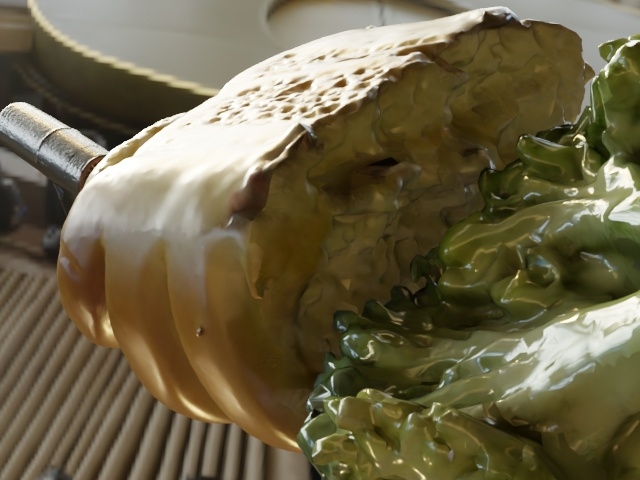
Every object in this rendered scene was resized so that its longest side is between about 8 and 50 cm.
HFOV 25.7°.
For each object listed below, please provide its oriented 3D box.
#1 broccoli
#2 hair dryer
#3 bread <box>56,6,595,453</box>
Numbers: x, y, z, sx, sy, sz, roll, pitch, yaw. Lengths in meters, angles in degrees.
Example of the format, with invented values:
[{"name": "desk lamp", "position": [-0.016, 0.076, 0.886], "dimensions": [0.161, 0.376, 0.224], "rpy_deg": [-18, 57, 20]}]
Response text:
[{"name": "broccoli", "position": [0.164, 0.042, 0.622], "dimensions": [0.348, 0.281, 0.293], "rpy_deg": [-3, -102, -15]}, {"name": "hair dryer", "position": [-0.203, -0.011, 1.202], "dimensions": [0.050, 0.195, 0.173], "rpy_deg": [-26, -146, -23]}, {"name": "bread", "position": [0.000, 0.000, 0.856], "dimensions": [0.270, 0.211, 0.315], "rpy_deg": [-2, -156, 46]}]
